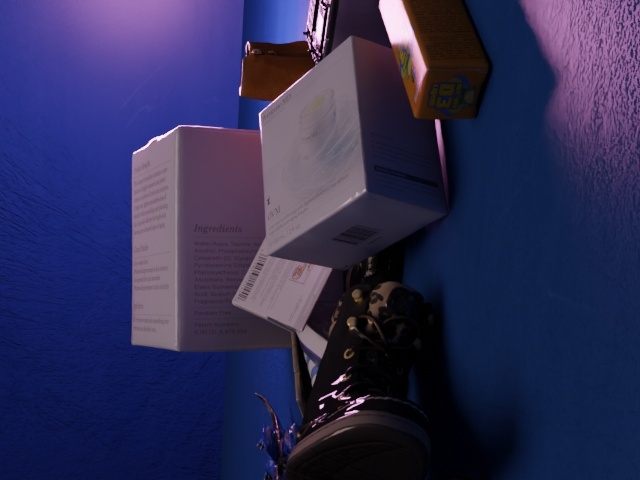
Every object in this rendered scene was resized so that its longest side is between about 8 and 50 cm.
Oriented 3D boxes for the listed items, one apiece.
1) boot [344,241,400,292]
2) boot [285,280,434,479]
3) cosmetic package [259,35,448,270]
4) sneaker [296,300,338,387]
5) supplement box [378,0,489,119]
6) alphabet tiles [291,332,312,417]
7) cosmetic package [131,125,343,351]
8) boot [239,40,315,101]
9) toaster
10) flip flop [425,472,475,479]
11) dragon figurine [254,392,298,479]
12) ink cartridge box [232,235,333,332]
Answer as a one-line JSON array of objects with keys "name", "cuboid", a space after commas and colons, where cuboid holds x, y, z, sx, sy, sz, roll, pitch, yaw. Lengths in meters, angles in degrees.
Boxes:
[{"name": "boot", "cuboid": [0.087, 0.025, 1.371, 0.137, 0.077, 0.198, 121, 147, -58]}, {"name": "boot", "cuboid": [0.059, 0.176, 1.145, 0.377, 0.138, 0.284, 110, 180, -60]}, {"name": "cosmetic package", "cuboid": [0.035, -0.108, 1.272, 0.224, 0.138, 0.224, -32, 54, 47]}, {"name": "sneaker", "cuboid": [0.025, 0.251, 1.501, 0.323, 0.130, 0.236, -132, 47, -65]}, {"name": "supplement box", "cuboid": [0.130, -0.245, 1.143, 0.078, 0.080, 0.233, 99, 164, -45]}, {"name": "alphabet tiles", "cuboid": [-0.002, 0.309, 1.615, 0.285, 0.011, 0.342, -97, -7, -50]}, {"name": "cosmetic package", "cuboid": [-0.166, 0.008, 1.828, 0.329, 0.327, 0.393, 173, 97, -65]}, {"name": "boot", "cuboid": [-0.025, -0.233, 1.572, 0.295, 0.211, 0.104, -103, 17, -48]}, {"name": "toaster", "cuboid": [0.041, -0.342, 1.502, 0.168, 0.110, 0.185, -104, 18, -52]}, {"name": "flip flop", "cuboid": [0.142, 0.393, 1.036, 0.080, 0.112, 0.277, 72, -169, -80]}, {"name": "dragon figurine", "cuboid": [-0.094, 0.467, 2.198, 0.144, 0.085, 0.289, 110, 157, -58]}, {"name": "ink cartridge box", "cuboid": [0.000, 0.000, 1.491, 0.261, 0.066, 0.296, 14, 76, 61]}]
